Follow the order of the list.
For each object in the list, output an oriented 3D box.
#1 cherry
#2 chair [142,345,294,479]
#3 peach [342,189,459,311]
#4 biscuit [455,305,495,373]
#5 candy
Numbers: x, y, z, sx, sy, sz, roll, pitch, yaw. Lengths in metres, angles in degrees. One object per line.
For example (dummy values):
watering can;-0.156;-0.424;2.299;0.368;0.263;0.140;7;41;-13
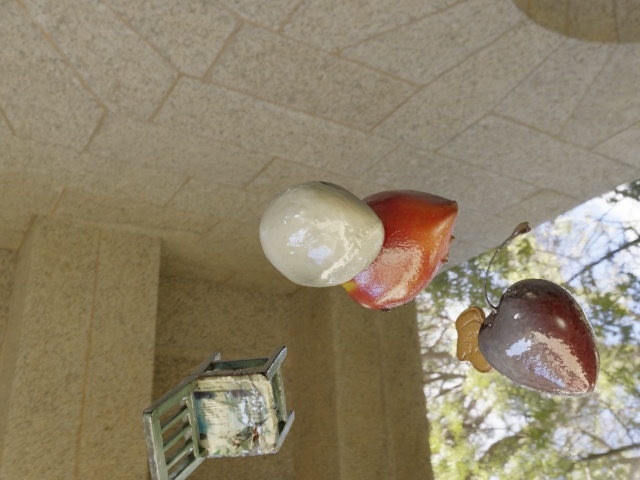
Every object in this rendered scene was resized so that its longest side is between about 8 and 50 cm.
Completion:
cherry;0.250;0.091;0.725;0.115;0.188;0.148;-4;-129;-23
chair;-0.139;0.268;1.025;0.270;0.147;0.136;-36;-60;-76
peach;0.161;0.008;1.614;0.201;0.361;0.258;13;-135;-47
biscuit;0.321;0.215;1.395;0.023;0.118;0.140;1;-131;-34
candy;0.000;0.000;1.436;0.295;0.295;0.185;26;-120;-22
